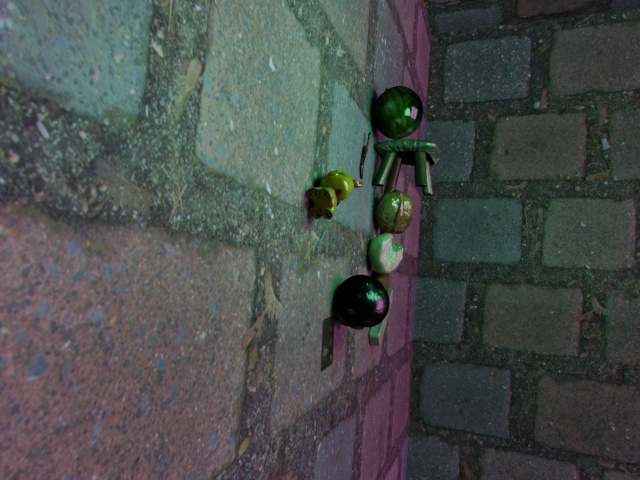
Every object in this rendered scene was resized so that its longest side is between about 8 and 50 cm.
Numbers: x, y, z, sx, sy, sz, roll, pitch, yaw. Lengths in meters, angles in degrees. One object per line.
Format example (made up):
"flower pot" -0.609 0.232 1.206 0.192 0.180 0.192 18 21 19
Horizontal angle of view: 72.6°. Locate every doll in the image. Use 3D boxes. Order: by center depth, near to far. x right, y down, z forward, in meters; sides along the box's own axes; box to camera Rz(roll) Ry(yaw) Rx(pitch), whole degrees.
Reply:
"doll" 0.049 -0.162 1.441 0.221 0.142 0.136 -44 131 -51

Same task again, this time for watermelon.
"watermelon" 0.365 -0.605 2.062 0.242 0.242 0.243 3 90 -69

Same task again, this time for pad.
"pad" 0.028 0.380 1.620 0.127 0.004 0.190 -2 93 -69

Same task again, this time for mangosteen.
"mangosteen" 0.152 0.255 1.694 0.250 0.211 0.211 -65 177 40

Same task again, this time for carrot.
"carrot" 0.312 0.192 2.218 0.263 0.101 0.102 -68 152 -48

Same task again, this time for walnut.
"walnut" 0.370 -0.141 2.192 0.198 0.198 0.245 -59 163 -51

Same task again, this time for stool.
"stool" 0.438 -0.359 2.187 0.310 0.309 0.227 11 82 -67

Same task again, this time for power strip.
"power strip" 0.333 0.394 2.338 0.385 0.062 0.091 -61 150 -48

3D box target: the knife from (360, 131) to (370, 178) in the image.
"knife" 0.196 -0.386 1.944 0.045 0.021 0.223 31 67 -65

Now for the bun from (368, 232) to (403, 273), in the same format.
"bun" 0.309 0.057 2.146 0.203 0.126 0.213 -37 125 -31

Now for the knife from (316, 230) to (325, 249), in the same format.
"knife" 0.000 0.000 1.500 0.014 0.005 0.091 72 30 -45

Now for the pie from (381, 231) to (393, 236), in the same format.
"pie" 0.369 -0.032 2.409 0.187 0.041 0.187 1 90 -70
